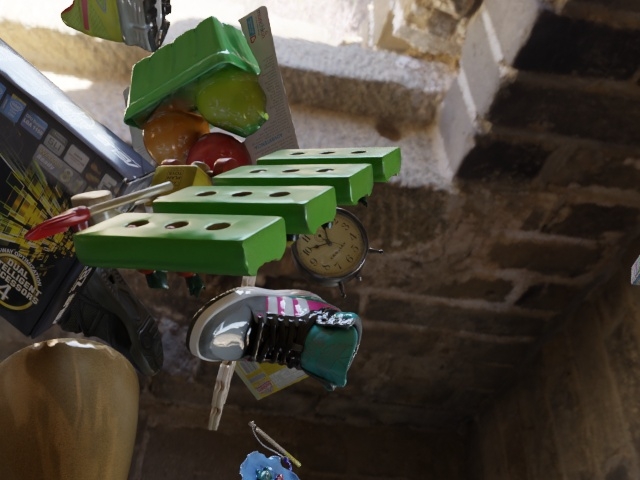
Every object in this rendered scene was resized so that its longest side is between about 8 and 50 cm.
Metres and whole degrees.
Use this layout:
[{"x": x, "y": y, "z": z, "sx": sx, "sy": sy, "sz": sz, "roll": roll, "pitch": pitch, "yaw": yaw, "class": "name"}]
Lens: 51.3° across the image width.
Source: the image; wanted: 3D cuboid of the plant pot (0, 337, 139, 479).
[{"x": -0.372, "y": 0.311, "z": 0.967, "sx": 0.237, "sy": 0.237, "sz": 0.254, "roll": -2, "pitch": 28, "yaw": -21, "class": "plant pot"}]

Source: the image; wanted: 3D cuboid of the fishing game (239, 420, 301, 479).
[{"x": -0.053, "y": 0.408, "z": 1.032, "sx": 0.189, "sy": 0.041, "sz": 0.264, "roll": 48, "pitch": 14, "yaw": -20, "class": "fishing game"}]

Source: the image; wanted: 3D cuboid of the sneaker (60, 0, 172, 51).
[{"x": -0.170, "y": -0.244, "z": 0.487, "sx": 0.094, "sy": 0.209, "sz": 0.081, "roll": 5, "pitch": 29, "yaw": 6, "class": "sneaker"}]

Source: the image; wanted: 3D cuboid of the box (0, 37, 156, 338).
[{"x": -0.471, "y": -0.098, "z": 0.953, "sx": 0.395, "sy": 0.318, "sz": 0.097, "roll": 40, "pitch": 21, "yaw": 0, "class": "box"}]

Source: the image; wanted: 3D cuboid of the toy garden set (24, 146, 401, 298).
[{"x": -0.075, "y": -0.017, "z": 0.464, "sx": 0.203, "sy": 0.049, "sz": 0.244, "roll": 2, "pitch": 18, "yaw": 25, "class": "toy garden set"}]

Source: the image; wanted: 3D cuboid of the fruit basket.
[{"x": -0.174, "y": -0.159, "z": 1.094, "sx": 0.165, "sy": 0.327, "sz": 0.353, "roll": 0, "pitch": 71, "yaw": -60, "class": "fruit basket"}]

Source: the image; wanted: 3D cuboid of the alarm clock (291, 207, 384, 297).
[{"x": 0.000, "y": 0.000, "z": 1.128, "sx": 0.192, "sy": 0.064, "sz": 0.129, "roll": 41, "pitch": 72, "yaw": 8, "class": "alarm clock"}]

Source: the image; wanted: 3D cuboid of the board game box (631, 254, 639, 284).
[{"x": 0.484, "y": 0.039, "z": 0.842, "sx": 0.154, "sy": 0.103, "sz": 0.026, "roll": 5, "pitch": 74, "yaw": 16, "class": "board game box"}]

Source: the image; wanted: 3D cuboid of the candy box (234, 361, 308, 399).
[{"x": -0.097, "y": 0.268, "z": 1.436, "sx": 0.105, "sy": 0.205, "sz": 0.027, "roll": 53, "pitch": 36, "yaw": -7, "class": "candy box"}]

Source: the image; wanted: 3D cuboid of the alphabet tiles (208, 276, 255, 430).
[{"x": -0.159, "y": 0.197, "z": 1.224, "sx": 0.021, "sy": 0.278, "sz": 0.284, "roll": 13, "pitch": 41, "yaw": -2, "class": "alphabet tiles"}]

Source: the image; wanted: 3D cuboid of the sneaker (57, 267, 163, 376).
[{"x": -0.378, "y": 0.154, "z": 1.195, "sx": 0.228, "sy": 0.130, "sz": 0.087, "roll": 60, "pitch": 22, "yaw": -19, "class": "sneaker"}]

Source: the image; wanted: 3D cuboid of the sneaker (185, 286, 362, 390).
[{"x": -0.038, "y": 0.153, "z": 0.987, "sx": 0.178, "sy": 0.124, "sz": 0.295, "roll": 23, "pitch": 15, "yaw": 36, "class": "sneaker"}]
